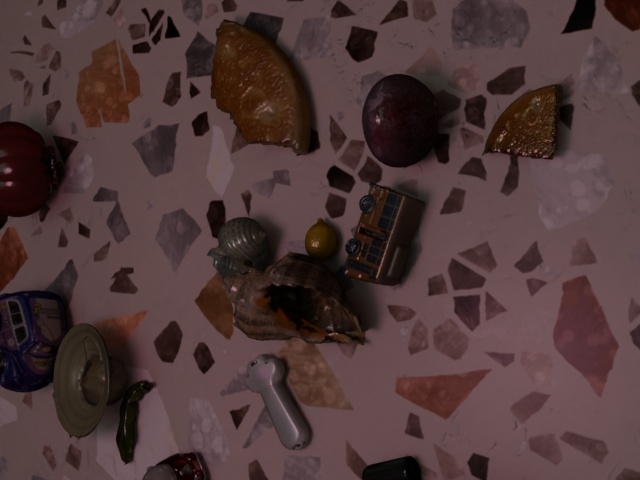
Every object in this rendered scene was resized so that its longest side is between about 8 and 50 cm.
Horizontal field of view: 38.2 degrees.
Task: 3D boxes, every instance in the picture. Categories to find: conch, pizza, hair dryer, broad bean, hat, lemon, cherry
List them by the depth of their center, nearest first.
[{"bbox_3d":[0.368,-0.191,1.601,0.131,0.041,0.178,45,109,30],"label":"pizza"},{"bbox_3d":[0.144,-0.222,1.674,0.140,0.176,0.176,3,87,6],"label":"cherry"},{"bbox_3d":[0.149,0.496,1.676,0.100,0.057,0.198,-23,79,30],"label":"hair dryer"},{"bbox_3d":[-0.045,0.103,1.767,0.291,0.159,0.210,12,133,-2],"label":"conch"},{"bbox_3d":[0.000,0.000,1.803,0.065,0.065,0.092,-8,67,31],"label":"lemon"},{"bbox_3d":[-0.154,0.022,1.876,0.153,0.102,0.135,-36,77,60],"label":"conch"},{"bbox_3d":[-0.129,-0.309,1.906,0.182,0.074,0.365,-45,65,19],"label":"pizza"},{"bbox_3d":[-0.422,0.394,2.044,0.061,0.046,0.195,22,96,34],"label":"broad bean"},{"bbox_3d":[-0.489,0.312,2.054,0.252,0.110,0.252,-9,77,46],"label":"hat"}]

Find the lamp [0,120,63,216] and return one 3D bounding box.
[{"bbox_3d":[-0.716,-0.169,2.189,0.226,0.227,0.227,-3,84,32],"label":"lamp"}]

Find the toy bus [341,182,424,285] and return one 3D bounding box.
[{"bbox_3d":[0.117,-0.004,1.714,0.103,0.091,0.182,21,95,32],"label":"toy bus"}]

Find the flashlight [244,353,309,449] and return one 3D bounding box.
[{"bbox_3d":[-0.081,0.321,1.836,0.093,0.047,0.200,-38,70,24],"label":"flashlight"}]

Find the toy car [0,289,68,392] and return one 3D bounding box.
[{"bbox_3d":[-0.672,0.226,2.139,0.158,0.172,0.235,-22,73,29],"label":"toy car"}]

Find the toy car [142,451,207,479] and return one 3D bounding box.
[{"bbox_3d":[-0.316,0.503,1.927,0.139,0.112,0.112,-38,67,24],"label":"toy car"}]
